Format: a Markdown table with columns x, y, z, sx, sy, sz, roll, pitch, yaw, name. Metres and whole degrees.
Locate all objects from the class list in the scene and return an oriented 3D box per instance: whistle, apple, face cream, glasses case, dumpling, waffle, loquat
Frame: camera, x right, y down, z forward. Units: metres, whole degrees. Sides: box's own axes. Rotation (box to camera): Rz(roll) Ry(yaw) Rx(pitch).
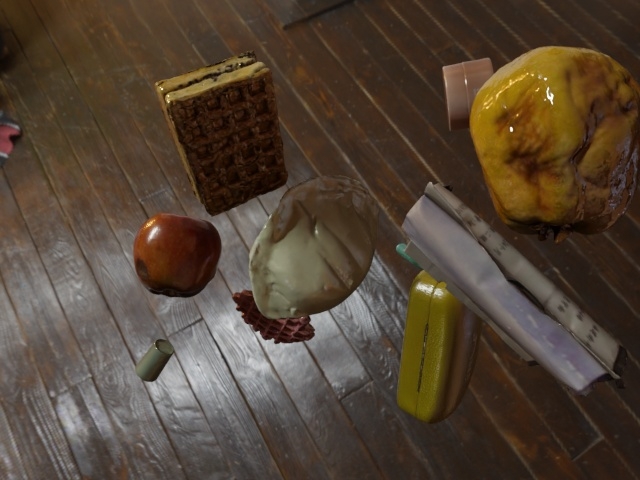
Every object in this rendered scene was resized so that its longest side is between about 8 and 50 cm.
| x | y | z | sx | sy | sz | roll | pitch | yaw | name |
| --- | --- | --- | --- | --- | --- | --- | --- | --- | --- |
| 0.297 | 0.068 | 1.474 | 0.186 | 0.039 | 0.039 | 37 | 68 | 23 | whistle |
| -0.364 | 0.040 | 1.316 | 0.229 | 0.230 | 0.230 | 1 | 64 | -2 | apple |
| 0.339 | -0.331 | 1.175 | 0.104 | 0.149 | 0.149 | -7 | 63 | 14 | face cream |
| 0.285 | 0.245 | 1.197 | 0.141 | 0.371 | 0.173 | 17 | 24 | 34 | glasses case |
| 0.000 | 0.000 | 1.208 | 0.395 | 0.316 | 0.233 | -32 | 41 | -23 | dumpling |
| -0.126 | 0.212 | 1.415 | 0.234 | 0.221 | 0.055 | -3 | 41 | 33 | waffle |
| -0.187 | -0.207 | 1.061 | 0.212 | 0.308 | 0.091 | -25 | 53 | -15 | waffle |
| 0.164 | -0.065 | 0.367 | 0.113 | 0.137 | 0.137 | -6 | 64 | -4 | loquat |

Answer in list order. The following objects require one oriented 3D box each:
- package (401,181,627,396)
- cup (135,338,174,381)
| x | y | z | sx | sy | sz | roll | pitch | yaw | name |
| --- | --- | --- | --- | --- | --- | --- | --- | --- | --- |
| 0.167 | 0.046 | 0.489 | 0.062 | 0.251 | 0.204 | -42 | 78 | -2 | package |
| -0.356 | 0.262 | 1.136 | 0.054 | 0.075 | 0.083 | 47 | 109 | 28 | cup |
